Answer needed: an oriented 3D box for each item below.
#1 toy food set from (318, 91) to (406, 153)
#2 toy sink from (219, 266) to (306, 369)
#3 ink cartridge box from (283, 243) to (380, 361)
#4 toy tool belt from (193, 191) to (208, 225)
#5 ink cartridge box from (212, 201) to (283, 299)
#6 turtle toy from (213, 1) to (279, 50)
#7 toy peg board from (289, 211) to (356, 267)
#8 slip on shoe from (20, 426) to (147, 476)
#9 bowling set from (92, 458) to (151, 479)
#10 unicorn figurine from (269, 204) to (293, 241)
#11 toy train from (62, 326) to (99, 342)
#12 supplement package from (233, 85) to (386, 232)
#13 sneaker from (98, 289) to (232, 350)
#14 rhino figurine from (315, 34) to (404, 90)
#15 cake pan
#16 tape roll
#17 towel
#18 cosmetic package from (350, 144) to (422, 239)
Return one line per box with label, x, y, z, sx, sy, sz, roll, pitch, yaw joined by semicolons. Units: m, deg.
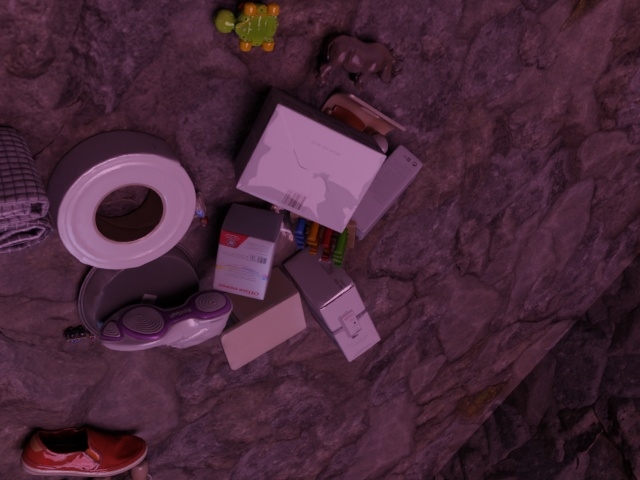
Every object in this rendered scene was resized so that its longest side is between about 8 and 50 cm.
toy food set;0.047;-0.188;1.648;0.219;0.092;0.306;20;112;-45
toy sink;-0.175;0.201;1.801;0.234;0.131;0.153;-30;138;-18
ink cartridge box;0.032;0.166;1.863;0.117;0.207;0.283;-35;138;-8
toy tool belt;-0.286;-0.070;1.549;0.051;0.052;0.083;-3;131;6
ink cartridge box;-0.171;0.027;1.619;0.128;0.127;0.176;14;124;-2
turtle toy;-0.140;-0.420;1.325;0.130;0.066;0.095;-9;131;-30
toy peg board;0.000;0.000;1.685;0.161;0.160;0.079;88;15;-70
slip on shoe;-0.606;0.547;1.806;0.331;0.123;0.101;11;115;-36
bowling set;-0.601;0.762;1.941;0.287;0.200;0.154;-8;131;-26
unicorn figurine;-0.118;-0.035;1.684;0.162;0.060;0.111;-38;128;6
toy train;-0.532;0.218;1.634;0.158;0.027;0.036;-4;140;-35
supplement package;-0.030;-0.174;1.496;0.261;0.145;0.204;23;111;-20
sneaker;-0.351;0.212;1.583;0.305;0.114;0.152;-10;142;-25
rhino figurine;0.098;-0.392;1.521;0.243;0.073;0.106;-1;129;-38
cake pan;-0.410;0.132;1.602;0.293;0.054;0.293;-20;131;-26
tape roll;-0.403;-0.081;1.408;0.286;0.100;0.286;-19;135;-21
towel;-0.621;-0.071;1.157;0.283;0.235;0.121;-14;139;-26
cosmetic package;0.148;-0.118;1.725;0.231;0.085;0.117;-47;173;-10
